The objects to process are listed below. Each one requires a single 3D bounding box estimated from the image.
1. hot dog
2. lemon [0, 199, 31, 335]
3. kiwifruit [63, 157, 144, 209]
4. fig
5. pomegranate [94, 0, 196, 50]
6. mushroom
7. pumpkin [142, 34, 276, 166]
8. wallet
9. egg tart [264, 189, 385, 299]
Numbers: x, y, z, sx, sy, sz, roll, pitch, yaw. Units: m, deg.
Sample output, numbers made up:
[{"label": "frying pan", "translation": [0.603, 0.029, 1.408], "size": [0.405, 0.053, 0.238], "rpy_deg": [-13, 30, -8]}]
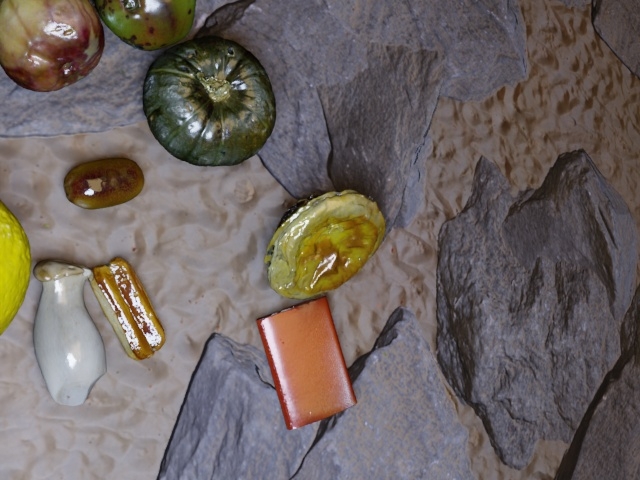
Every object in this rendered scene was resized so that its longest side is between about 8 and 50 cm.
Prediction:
[{"label": "hot dog", "translation": [-0.293, 0.107, 1.151], "size": [0.071, 0.045, 0.165], "rpy_deg": [-31, 100, -37]}, {"label": "lemon", "translation": [-0.492, 0.048, 0.895], "size": [0.253, 0.253, 0.310], "rpy_deg": [48, 59, -19]}, {"label": "kiwifruit", "translation": [-0.329, -0.087, 1.147], "size": [0.124, 0.075, 0.075], "rpy_deg": [-21, 94, -34]}, {"label": "fig", "translation": [-0.418, -0.332, 1.086], "size": [0.231, 0.160, 0.143], "rpy_deg": [56, 15, -12]}, {"label": "pomegranate", "translation": [-0.271, -0.393, 1.210], "size": [0.159, 0.159, 0.205], "rpy_deg": [54, 30, -15]}, {"label": "mushroom", "translation": [-0.359, 0.129, 1.072], "size": [0.097, 0.088, 0.212], "rpy_deg": [-4, 81, -25]}, {"label": "pumpkin", "translation": [-0.178, -0.226, 1.229], "size": [0.223, 0.157, 0.224], "rpy_deg": [4, 80, -23]}, {"label": "wallet", "translation": [-0.024, 0.212, 1.320], "size": [0.142, 0.045, 0.204], "rpy_deg": [-17, 92, -27]}, {"label": "egg tart", "translation": [0.000, 0.000, 1.315], "size": [0.241, 0.241, 0.106], "rpy_deg": [-6, 43, -36]}]
